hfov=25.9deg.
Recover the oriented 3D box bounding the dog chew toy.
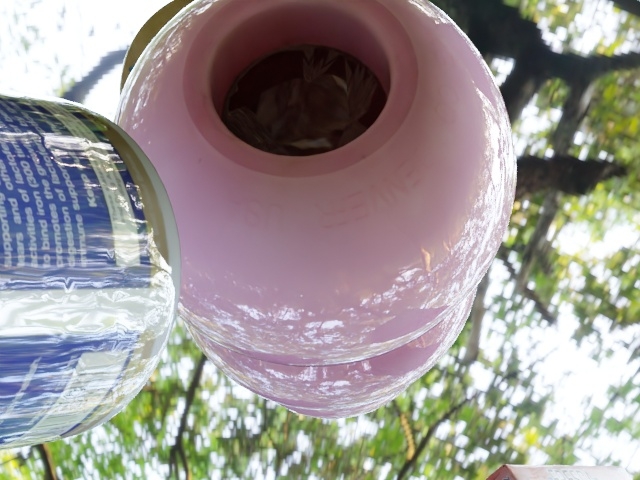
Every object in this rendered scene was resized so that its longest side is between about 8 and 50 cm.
[{"bbox_3d":[0.000,0.000,0.779,0.206,0.332,0.207,-1,-117,3],"label":"dog chew toy"}]

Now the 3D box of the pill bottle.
[{"bbox_3d":[-0.183,0.010,0.506,0.153,0.264,0.153,-1,-92,29],"label":"pill bottle"}]

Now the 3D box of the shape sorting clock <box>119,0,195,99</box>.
[{"bbox_3d":[-0.082,-0.123,1.248,0.206,0.040,0.206,3,-97,-23],"label":"shape sorting clock"}]

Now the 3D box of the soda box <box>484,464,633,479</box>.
[{"bbox_3d":[0.139,0.168,0.793,0.058,0.183,0.063,-45,-118,19],"label":"soda box"}]
